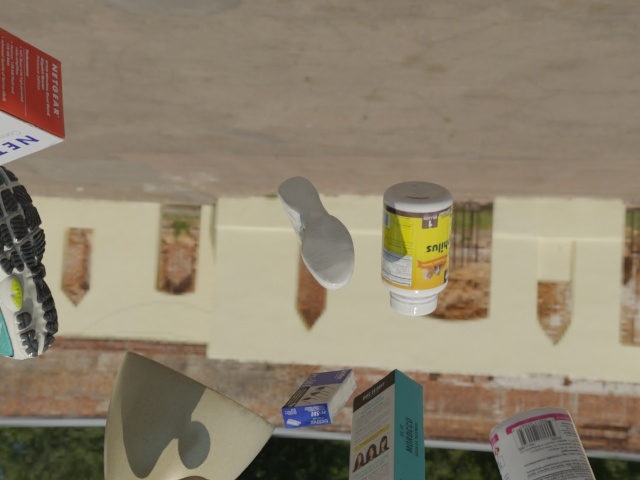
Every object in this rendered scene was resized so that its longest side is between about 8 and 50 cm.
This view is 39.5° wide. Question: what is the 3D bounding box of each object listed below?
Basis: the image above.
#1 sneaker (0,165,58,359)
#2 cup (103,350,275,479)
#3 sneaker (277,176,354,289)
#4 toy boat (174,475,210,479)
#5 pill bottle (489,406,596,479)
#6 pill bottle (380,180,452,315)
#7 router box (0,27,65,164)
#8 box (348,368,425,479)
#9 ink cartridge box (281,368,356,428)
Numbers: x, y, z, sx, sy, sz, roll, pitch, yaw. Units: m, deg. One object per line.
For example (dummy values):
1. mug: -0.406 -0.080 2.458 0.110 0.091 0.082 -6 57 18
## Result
1. sneaker: -0.447 0.035 1.225 0.110 0.275 0.107 1 -166 21
2. cup: -0.285 0.395 1.727 0.331 0.237 0.331 24 164 7
3. sneaker: 0.000 0.000 1.383 0.080 0.212 0.094 -21 145 -6
4. toy boat: -0.244 0.497 1.483 0.231 0.151 0.151 -22 -148 26
5. pill bottle: 0.423 0.461 1.614 0.160 0.283 0.160 -10 148 -6
6. pill bottle: 0.162 0.015 1.522 0.117 0.215 0.117 0 -156 0
7. router box: -0.437 -0.116 0.722 0.335 0.082 0.301 -16 160 24
8. box: 0.094 0.309 1.268 0.060 0.244 0.100 34 125 -21
9. ink cartridge box: 0.000 0.316 1.791 0.097 0.046 0.207 -10 -173 18
